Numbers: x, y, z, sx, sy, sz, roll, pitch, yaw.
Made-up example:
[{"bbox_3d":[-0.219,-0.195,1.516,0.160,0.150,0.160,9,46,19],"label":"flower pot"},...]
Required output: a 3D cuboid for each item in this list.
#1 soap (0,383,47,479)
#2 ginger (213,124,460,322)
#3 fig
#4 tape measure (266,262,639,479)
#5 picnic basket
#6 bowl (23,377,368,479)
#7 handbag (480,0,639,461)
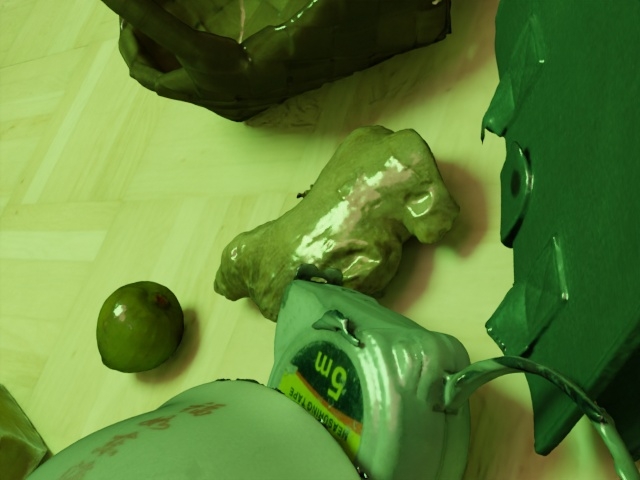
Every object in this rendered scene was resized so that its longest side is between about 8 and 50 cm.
[{"bbox_3d":[-0.382,0.258,0.831,0.274,0.089,0.173,-56,39,-5],"label":"soap"},{"bbox_3d":[0.002,0.002,0.674,0.213,0.074,0.137,-33,34,15],"label":"ginger"},{"bbox_3d":[-0.156,0.078,0.768,0.088,0.074,0.074,-52,37,25],"label":"fig"},{"bbox_3d":[0.068,0.124,0.478,0.330,0.084,0.164,27,109,55],"label":"tape measure"},{"bbox_3d":[-0.089,-0.264,0.727,0.337,0.337,0.293,-13,69,37],"label":"picnic basket"},{"bbox_3d":[-0.123,0.237,0.482,0.345,0.157,0.345,-19,64,45],"label":"bowl"},{"bbox_3d":[0.155,-0.071,0.481,0.238,0.089,0.326,105,168,-55],"label":"handbag"}]
